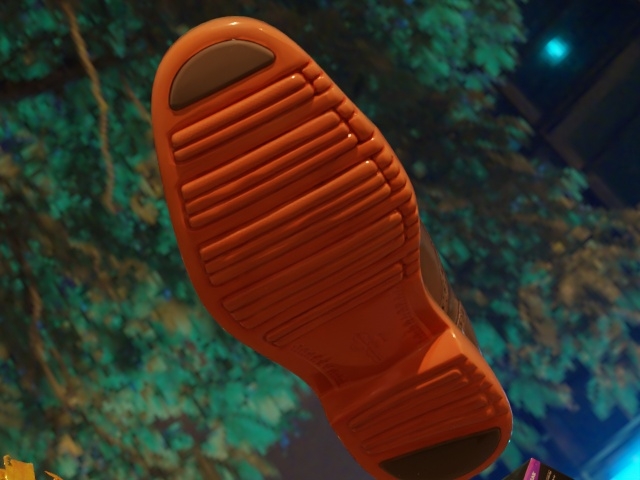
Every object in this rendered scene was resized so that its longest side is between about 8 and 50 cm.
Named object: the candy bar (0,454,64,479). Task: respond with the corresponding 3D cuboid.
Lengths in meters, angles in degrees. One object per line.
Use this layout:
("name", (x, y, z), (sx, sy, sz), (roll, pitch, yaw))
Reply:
("candy bar", (-0.134, 0.149, 0.530), (0.040, 0.018, 0.161), (21, -80, -35))

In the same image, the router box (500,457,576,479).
("router box", (0.214, 0.276, 1.401), (0.046, 0.133, 0.179), (-64, 3, -30))

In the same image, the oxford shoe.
("oxford shoe", (0.000, 0.000, 0.876), (0.130, 0.133, 0.364), (-23, -50, 6))
